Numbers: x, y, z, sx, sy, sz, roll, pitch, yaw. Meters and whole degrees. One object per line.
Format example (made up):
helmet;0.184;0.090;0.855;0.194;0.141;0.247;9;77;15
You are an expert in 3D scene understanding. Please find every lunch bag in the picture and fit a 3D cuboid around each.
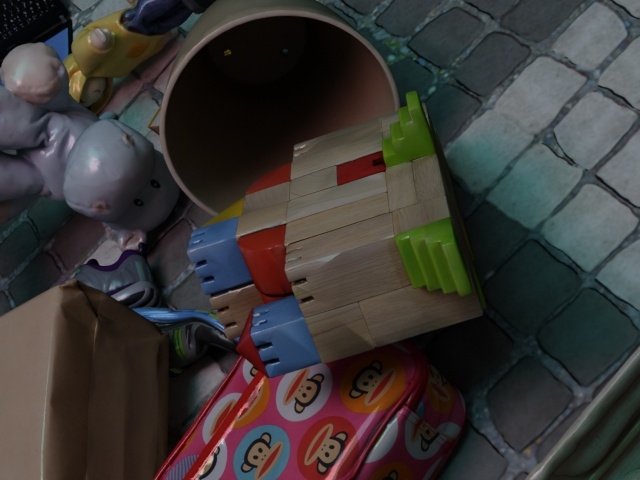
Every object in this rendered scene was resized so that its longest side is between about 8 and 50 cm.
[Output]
lunch bag;-0.029;0.202;1.104;0.258;0.120;0.293;23;74;46

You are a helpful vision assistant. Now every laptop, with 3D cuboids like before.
laptop;-0.520;-0.314;1.777;0.234;0.264;0.136;-27;12;18

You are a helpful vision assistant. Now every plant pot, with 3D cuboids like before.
plant pot;-0.062;-0.187;1.319;0.256;0.256;0.274;-35;30;11

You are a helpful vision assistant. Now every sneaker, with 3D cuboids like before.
sneaker;-0.145;0.116;1.285;0.188;0.067;0.078;-1;82;33
sneaker;-0.298;0.081;1.397;0.223;0.083;0.098;-21;53;10

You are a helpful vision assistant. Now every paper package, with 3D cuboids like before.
paper package;-0.324;0.251;1.202;0.325;0.168;0.309;-25;52;30

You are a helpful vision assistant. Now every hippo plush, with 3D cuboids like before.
hippo plush;-0.307;-0.073;1.428;0.236;0.294;0.234;35;83;21

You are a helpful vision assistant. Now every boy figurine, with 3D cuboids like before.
boy figurine;-0.268;-0.267;1.566;0.285;0.177;0.092;-36;85;22

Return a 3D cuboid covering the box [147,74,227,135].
box;-0.170;-0.175;1.484;0.136;0.028;0.081;8;65;59

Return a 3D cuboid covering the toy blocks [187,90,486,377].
toy blocks;0.000;0.000;1.079;0.261;0.191;0.381;-18;24;9

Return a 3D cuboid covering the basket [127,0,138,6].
basket;-0.255;-0.399;1.632;0.113;0.167;0.103;-43;52;4

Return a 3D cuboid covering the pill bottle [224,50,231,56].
pill bottle;-0.109;-0.269;1.506;0.116;0.065;0.065;-20;51;24

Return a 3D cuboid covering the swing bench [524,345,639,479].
swing bench;0.318;0.190;0.832;0.253;0.165;0.254;-49;40;-1
